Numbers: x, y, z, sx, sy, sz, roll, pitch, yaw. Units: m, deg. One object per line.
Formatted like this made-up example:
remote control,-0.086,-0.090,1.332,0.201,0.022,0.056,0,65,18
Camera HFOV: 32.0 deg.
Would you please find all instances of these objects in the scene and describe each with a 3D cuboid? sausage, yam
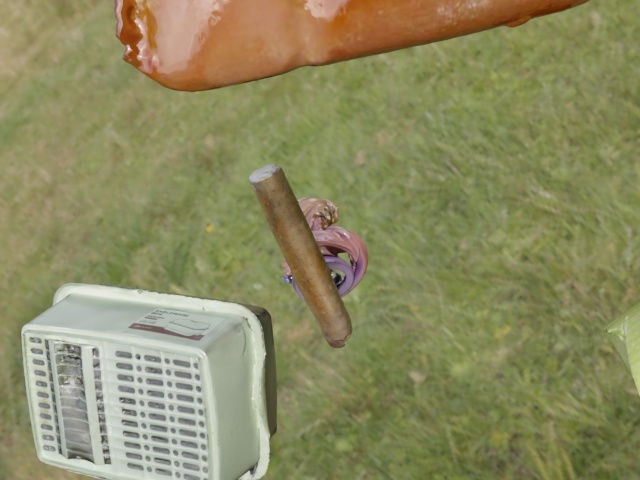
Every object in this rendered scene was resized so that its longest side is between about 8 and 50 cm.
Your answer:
sausage,0.036,-0.176,0.746,0.349,0.097,0.094,-12,21,-3
yam,-0.018,0.024,1.346,0.046,0.264,0.046,-18,31,11

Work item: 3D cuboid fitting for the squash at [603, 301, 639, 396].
squash,0.359,0.155,1.110,0.133,0.220,0.220,-33,30,28

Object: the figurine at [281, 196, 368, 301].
figurine,-0.005,0.001,1.546,0.126,0.114,0.157,-30,66,25

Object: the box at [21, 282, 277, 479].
box,-0.193,0.166,1.288,0.291,0.220,0.166,6,18,25
